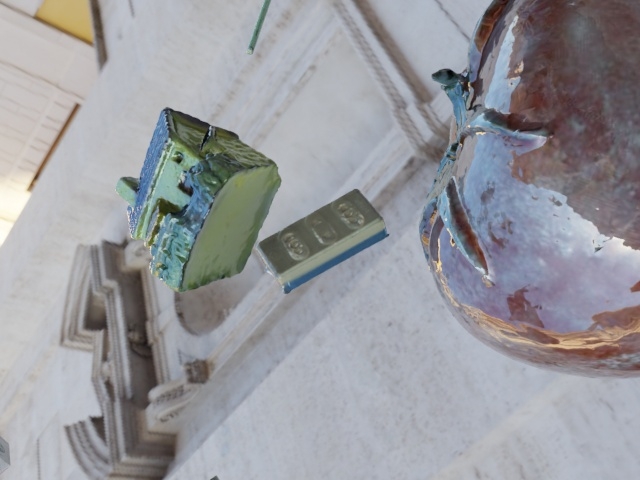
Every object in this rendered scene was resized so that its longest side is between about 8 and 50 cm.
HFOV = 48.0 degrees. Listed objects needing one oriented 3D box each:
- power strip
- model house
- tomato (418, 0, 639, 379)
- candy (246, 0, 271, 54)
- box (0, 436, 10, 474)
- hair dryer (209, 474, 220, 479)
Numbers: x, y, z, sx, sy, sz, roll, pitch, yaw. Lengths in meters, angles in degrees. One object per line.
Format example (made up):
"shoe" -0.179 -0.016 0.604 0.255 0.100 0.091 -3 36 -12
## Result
"power strip" 0.000 0.000 0.702 0.056 0.123 0.032 53 169 41
"model house" -0.194 -0.071 0.990 0.211 0.194 0.170 35 -152 20
"tomato" 0.211 -0.051 0.552 0.282 0.317 0.317 14 -151 3
"candy" -0.067 -0.393 1.067 0.077 0.262 0.073 16 166 4
"box" -0.600 0.349 1.251 0.125 0.043 0.089 56 166 -25
"hair dryer" -0.199 0.531 1.372 0.167 0.067 0.199 58 -173 26
